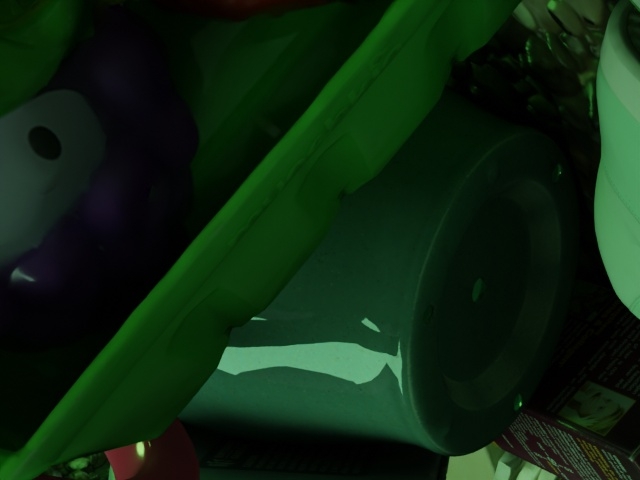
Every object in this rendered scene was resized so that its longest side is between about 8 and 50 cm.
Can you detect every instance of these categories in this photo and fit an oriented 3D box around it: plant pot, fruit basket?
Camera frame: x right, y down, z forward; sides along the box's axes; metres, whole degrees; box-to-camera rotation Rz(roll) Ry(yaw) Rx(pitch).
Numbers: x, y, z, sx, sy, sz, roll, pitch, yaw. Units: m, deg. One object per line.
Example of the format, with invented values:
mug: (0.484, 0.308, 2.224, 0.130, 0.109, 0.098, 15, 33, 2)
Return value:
plant pot: (0.000, 0.000, 0.794, 0.255, 0.271, 0.271, 15, 149, 35)
fruit basket: (-0.110, -0.124, 0.502, 0.283, 0.392, 0.392, 39, 164, 25)

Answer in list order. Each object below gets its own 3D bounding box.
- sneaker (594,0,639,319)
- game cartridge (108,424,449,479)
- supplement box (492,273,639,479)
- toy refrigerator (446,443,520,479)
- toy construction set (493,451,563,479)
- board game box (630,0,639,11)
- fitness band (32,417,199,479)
sneaker: (0.193, 0.029, 0.526, 0.151, 0.094, 0.256, 81, 164, -55)
game cartridge: (-0.021, 0.142, 0.853, 0.297, 0.198, 0.062, -29, -63, -80)
supplement box: (0.173, 0.090, 0.817, 0.081, 0.104, 0.188, 52, 164, -27)
toy refrigerator: (0.120, 0.119, 1.071, 0.102, 0.094, 0.269, 27, 158, 33)
toy construction set: (0.233, 0.238, 0.959, 0.327, 0.151, 0.215, 49, -168, 19)
board game box: (0.101, -0.141, 0.305, 0.316, 0.064, 0.242, 36, 173, -36)
fitness band: (-0.182, 0.066, 0.583, 0.291, 0.054, 0.209, 19, -162, -46)
